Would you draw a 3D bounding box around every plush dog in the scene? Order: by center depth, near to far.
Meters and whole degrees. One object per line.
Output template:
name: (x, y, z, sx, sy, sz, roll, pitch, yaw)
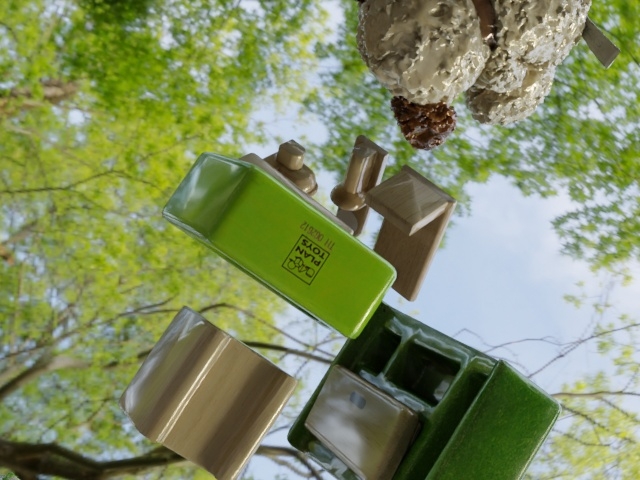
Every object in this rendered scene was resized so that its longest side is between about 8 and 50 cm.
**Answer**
plush dog: (0.139, -0.212, 0.849, 0.210, 0.225, 0.263, 16, -49, 66)

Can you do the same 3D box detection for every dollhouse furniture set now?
dollhouse furniture set: (-0.067, 0.134, 0.411, 0.302, 0.197, 0.151, -57, -159, -7)
dollhouse furniture set: (0.000, 0.000, 0.754, 0.144, 0.151, 0.123, 39, -43, 23)
